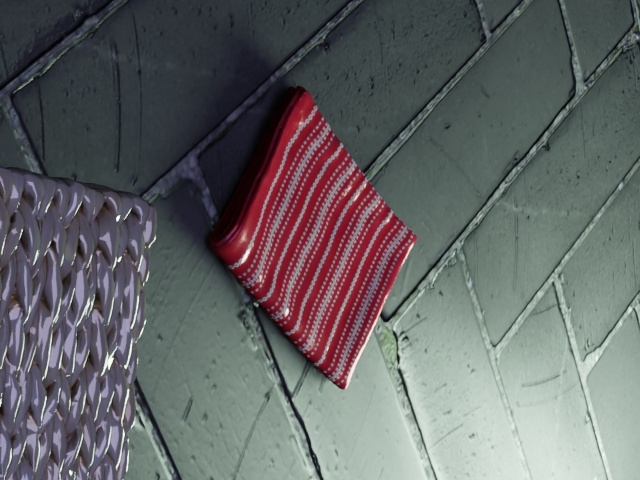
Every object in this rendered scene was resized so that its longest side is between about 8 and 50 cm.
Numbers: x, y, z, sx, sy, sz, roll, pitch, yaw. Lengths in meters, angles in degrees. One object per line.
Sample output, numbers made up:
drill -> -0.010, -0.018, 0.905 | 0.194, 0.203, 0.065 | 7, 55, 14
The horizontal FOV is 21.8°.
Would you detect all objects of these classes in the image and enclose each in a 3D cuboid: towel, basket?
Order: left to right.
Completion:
basket -> -0.304, 0.093, 1.029 | 0.266, 0.331, 0.328 | 6, 91, -55
towel -> 0.000, 0.000, 1.666 | 0.275, 0.031, 0.199 | 51, 57, -44
